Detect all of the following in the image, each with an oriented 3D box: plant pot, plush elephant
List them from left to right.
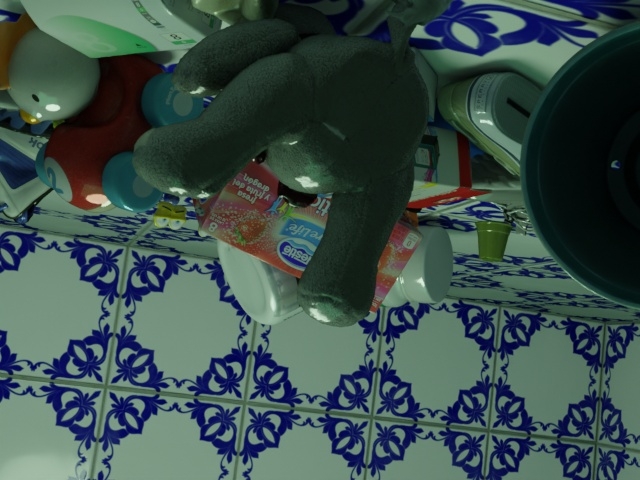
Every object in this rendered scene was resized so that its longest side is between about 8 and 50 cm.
[{"bbox_3d":[-0.031,-0.136,0.867,0.271,0.330,0.255,33,177,-31],"label":"plush elephant"},{"bbox_3d":[0.376,0.005,1.967,0.083,0.079,0.083,7,171,1],"label":"plant pot"},{"bbox_3d":[0.371,-0.076,0.931,0.271,0.272,0.255,3,-175,26],"label":"plant pot"}]

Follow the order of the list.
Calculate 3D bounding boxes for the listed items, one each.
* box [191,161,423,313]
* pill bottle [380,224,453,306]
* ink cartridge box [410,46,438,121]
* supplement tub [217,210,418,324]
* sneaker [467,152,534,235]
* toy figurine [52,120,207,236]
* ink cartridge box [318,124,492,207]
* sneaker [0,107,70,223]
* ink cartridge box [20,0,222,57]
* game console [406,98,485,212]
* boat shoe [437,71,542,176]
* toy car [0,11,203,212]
[{"bbox_3d":[-0.023,-0.036,1.317,0.299,0.142,0.154,26,-167,-22],"label":"box"},{"bbox_3d":[0.106,0.047,2.060,0.360,0.204,0.204,2,170,31],"label":"pill bottle"},{"bbox_3d":[0.039,-0.183,1.074,0.181,0.062,0.104,3,171,23],"label":"ink cartridge box"},{"bbox_3d":[0.000,0.000,1.537,0.315,0.194,0.193,-24,-175,-25],"label":"supplement tub"},{"bbox_3d":[0.307,-0.056,1.325,0.281,0.115,0.105,4,-155,-33],"label":"sneaker"},{"bbox_3d":[-0.211,-0.155,1.395,0.217,0.191,0.362,-32,153,28],"label":"toy figurine"},{"bbox_3d":[0.096,-0.095,1.141,0.231,0.078,0.134,5,169,-40],"label":"ink cartridge box"},{"bbox_3d":[-0.517,-0.120,1.411,0.315,0.182,0.127,2,-176,-14],"label":"sneaker"},{"bbox_3d":[-0.233,-0.251,0.900,0.180,0.056,0.224,2,172,29],"label":"ink cartridge box"},{"bbox_3d":[0.080,-0.161,1.314,0.293,0.173,0.250,18,-163,-50],"label":"game console"},{"bbox_3d":[0.265,-0.135,1.146,0.094,0.109,0.302,18,171,46],"label":"boat shoe"},{"bbox_3d":[-0.313,-0.168,1.093,0.219,0.210,0.238,15,167,47],"label":"toy car"}]
